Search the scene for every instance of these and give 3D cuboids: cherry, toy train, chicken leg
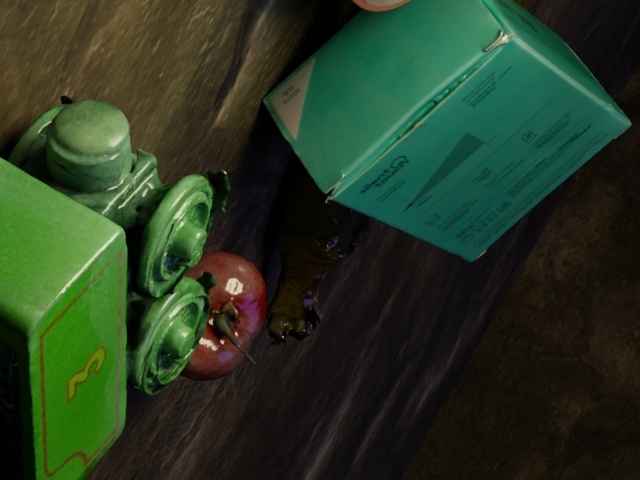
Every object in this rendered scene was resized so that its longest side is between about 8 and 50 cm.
[{"bbox_3d":[-0.093,0.066,1.559,0.106,0.087,0.126,-64,-172,-30],"label":"cherry"},{"bbox_3d":[-0.157,0.038,1.134,0.188,0.132,0.243,-50,160,-33],"label":"toy train"},{"bbox_3d":[0.000,0.000,1.812,0.103,0.088,0.228,-69,173,-55],"label":"chicken leg"}]

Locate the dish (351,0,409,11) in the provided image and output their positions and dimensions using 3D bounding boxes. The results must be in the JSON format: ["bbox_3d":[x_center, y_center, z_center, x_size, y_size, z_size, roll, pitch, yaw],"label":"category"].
[{"bbox_3d":[0.064,-0.300,1.401,0.260,0.085,0.260,-44,155,-26],"label":"dish"}]

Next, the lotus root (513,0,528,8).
[{"bbox_3d":[0.118,-0.236,1.714,0.145,0.128,0.260,-49,164,-4],"label":"lotus root"}]

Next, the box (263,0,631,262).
[{"bbox_3d":[0.115,-0.109,1.649,0.205,0.118,0.311,-44,154,14],"label":"box"}]
